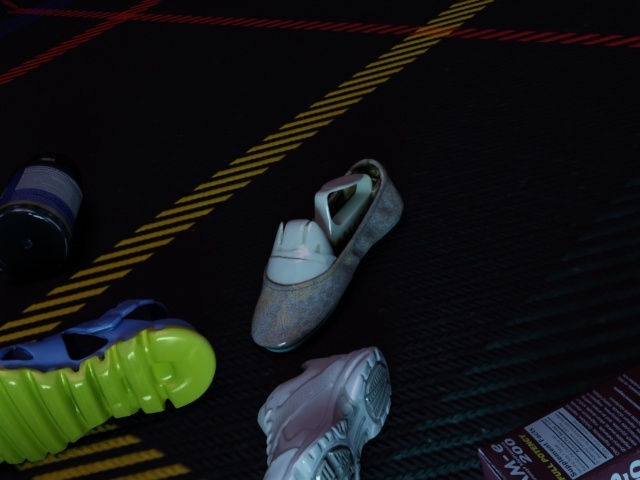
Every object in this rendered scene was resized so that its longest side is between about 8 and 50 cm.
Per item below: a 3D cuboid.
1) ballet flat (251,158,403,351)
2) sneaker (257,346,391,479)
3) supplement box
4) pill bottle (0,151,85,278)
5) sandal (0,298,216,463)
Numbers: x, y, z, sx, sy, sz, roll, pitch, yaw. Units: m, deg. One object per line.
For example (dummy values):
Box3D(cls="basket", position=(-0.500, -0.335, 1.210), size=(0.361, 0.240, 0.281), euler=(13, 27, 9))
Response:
Box3D(cls="ballet flat", position=(0.000, 0.000, 1.026), size=(0.107, 0.106, 0.316), euler=(5, 38, 31))
Box3D(cls="sneaker", position=(-0.016, 0.190, 0.779), size=(0.115, 0.090, 0.232), euler=(-6, 24, 28))
Box3D(cls="supplement box", position=(0.246, 0.168, 0.634), size=(0.239, 0.130, 0.073), euler=(-25, 33, -11))
Box3D(cls="pill bottle", position=(-0.432, -0.048, 1.284), size=(0.123, 0.123, 0.219), euler=(-15, 32, 3))
Box3D(cls="sandal", position=(-0.277, 0.148, 0.928), size=(0.317, 0.126, 0.138), euler=(-13, 28, -9))
